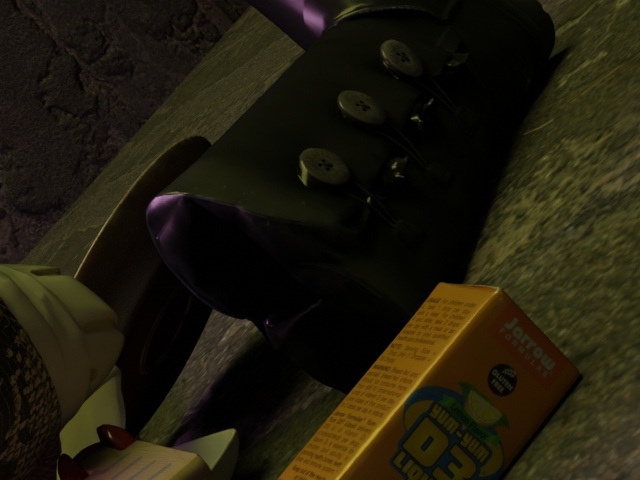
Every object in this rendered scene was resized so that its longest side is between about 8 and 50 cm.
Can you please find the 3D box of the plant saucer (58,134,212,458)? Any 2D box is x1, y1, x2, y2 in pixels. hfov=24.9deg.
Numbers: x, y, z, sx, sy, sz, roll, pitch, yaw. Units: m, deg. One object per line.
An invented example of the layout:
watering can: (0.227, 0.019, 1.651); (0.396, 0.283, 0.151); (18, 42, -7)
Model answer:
plant saucer: (-0.145, 0.063, 1.202); (0.310, 0.050, 0.310); (-60, -11, -21)

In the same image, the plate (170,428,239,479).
plate: (-0.187, 0.277, 1.105); (0.278, 0.045, 0.277); (-27, 22, 53)

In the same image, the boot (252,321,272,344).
boot: (0.000, 0.000, 1.332); (0.161, 0.083, 0.246); (-37, 20, 5)

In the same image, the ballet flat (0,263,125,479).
ballet flat: (-0.211, 0.116, 0.949); (0.182, 0.164, 0.483); (-31, -22, -23)

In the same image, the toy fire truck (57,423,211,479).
toy fire truck: (-0.141, 0.200, 0.821); (0.217, 0.158, 0.246); (-54, -27, -32)

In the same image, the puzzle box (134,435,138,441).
puzzle box: (-0.338, 0.317, 1.421); (0.409, 0.052, 0.272); (-46, 14, -1)

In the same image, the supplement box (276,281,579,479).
supplement box: (0.037, 0.131, 0.803); (0.233, 0.078, 0.080); (-50, 14, -16)

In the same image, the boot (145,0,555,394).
boot: (-0.026, -0.121, 1.175); (0.445, 0.367, 0.146); (-59, -8, -44)
